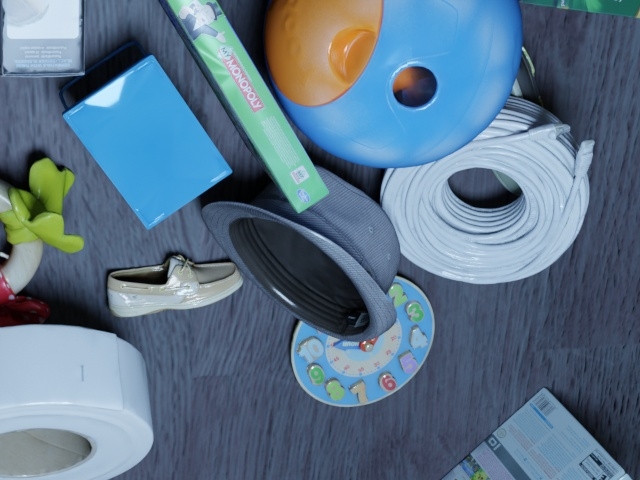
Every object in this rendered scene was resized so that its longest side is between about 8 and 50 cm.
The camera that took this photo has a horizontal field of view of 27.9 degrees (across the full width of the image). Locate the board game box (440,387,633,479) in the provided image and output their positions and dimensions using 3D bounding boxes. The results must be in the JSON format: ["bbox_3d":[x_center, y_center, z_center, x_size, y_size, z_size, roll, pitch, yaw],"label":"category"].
[{"bbox_3d":[0.278,0.386,1.810,0.303,0.224,0.097,-41,122,2],"label":"board game box"}]

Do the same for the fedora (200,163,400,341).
[{"bbox_3d":[0.000,0.000,1.566,0.275,0.244,0.124,47,63,-26],"label":"fedora"}]

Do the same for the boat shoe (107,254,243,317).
[{"bbox_3d":[-0.180,0.049,1.586,0.170,0.063,0.059,-13,119,-11],"label":"boat shoe"}]

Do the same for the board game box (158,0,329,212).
[{"bbox_3d":[-0.110,-0.198,1.415,0.046,0.213,0.317,-33,120,-3],"label":"board game box"}]

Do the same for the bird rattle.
[{"bbox_3d":[-0.387,0.012,1.492,0.207,0.143,0.253,25,116,-15],"label":"bird rattle"}]

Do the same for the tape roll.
[{"bbox_3d":[-0.338,0.204,1.498,0.286,0.100,0.286,-8,150,-5],"label":"tape roll"}]

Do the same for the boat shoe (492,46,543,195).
[{"bbox_3d":[0.250,-0.157,1.638,0.068,0.081,0.227,-52,138,-34],"label":"boat shoe"}]

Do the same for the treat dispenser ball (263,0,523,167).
[{"bbox_3d":[0.080,-0.223,1.427,0.288,0.288,0.288,-8,115,-16],"label":"treat dispenser ball"}]

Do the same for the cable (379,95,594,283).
[{"bbox_3d":[0.204,-0.062,1.607,0.257,0.089,0.257,3,130,7],"label":"cable"}]

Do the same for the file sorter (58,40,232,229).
[{"bbox_3d":[-0.205,-0.126,1.476,0.118,0.104,0.170,-35,120,-2],"label":"file sorter"}]

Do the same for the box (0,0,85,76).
[{"bbox_3d":[-0.297,-0.328,1.319,0.087,0.169,0.289,-3,113,-21],"label":"box"}]

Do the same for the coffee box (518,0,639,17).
[{"bbox_3d":[0.335,-0.343,1.605,0.184,0.040,0.113,4,111,-21],"label":"coffee box"}]

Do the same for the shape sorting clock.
[{"bbox_3d":[0.059,0.136,1.723,0.206,0.040,0.206,-7,115,-16],"label":"shape sorting clock"}]
